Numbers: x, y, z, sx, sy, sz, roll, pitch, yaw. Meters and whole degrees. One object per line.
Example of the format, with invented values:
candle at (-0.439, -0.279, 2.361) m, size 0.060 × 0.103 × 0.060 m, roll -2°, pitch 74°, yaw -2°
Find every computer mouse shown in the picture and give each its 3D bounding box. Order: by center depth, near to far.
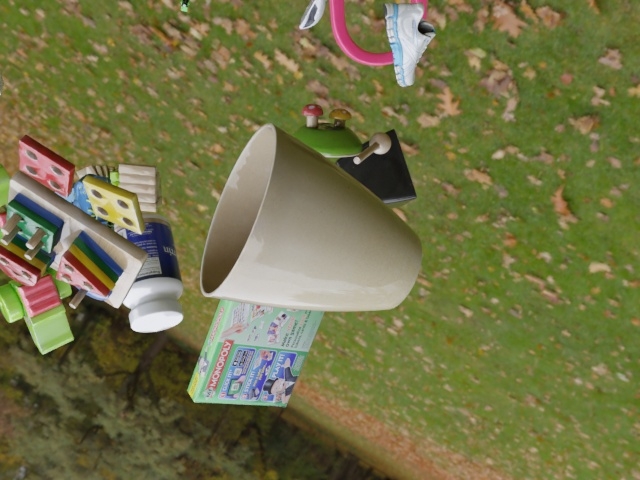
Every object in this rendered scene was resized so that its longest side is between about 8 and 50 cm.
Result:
computer mouse at (0.002, -0.643, 1.841) m, size 0.042 × 0.106 × 0.193 m, roll 23°, pitch 136°, yaw -17°

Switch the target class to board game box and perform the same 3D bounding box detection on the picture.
board game box at (-0.106, 0.170, 1.323) m, size 0.213 × 0.317 × 0.046 m, roll 14°, pitch -166°, yaw -35°

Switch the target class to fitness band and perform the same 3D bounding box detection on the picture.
fitness band at (0.122, -0.527, 1.480) m, size 0.209 × 0.291 × 0.054 m, roll -5°, pitch -167°, yaw -4°

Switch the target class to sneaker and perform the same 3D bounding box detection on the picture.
sneaker at (-0.391, -0.034, 1.164) m, size 0.091 × 0.126 × 0.240 m, roll -4°, pitch -147°, yaw -25°
sneaker at (0.164, -0.343, 1.207) m, size 0.083 × 0.071 × 0.191 m, roll -9°, pitch 153°, yaw 10°

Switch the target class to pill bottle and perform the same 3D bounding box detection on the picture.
pill bottle at (-0.422, 0.080, 1.680) m, size 0.153 × 0.265 × 0.153 m, roll -14°, pitch 157°, yaw -6°

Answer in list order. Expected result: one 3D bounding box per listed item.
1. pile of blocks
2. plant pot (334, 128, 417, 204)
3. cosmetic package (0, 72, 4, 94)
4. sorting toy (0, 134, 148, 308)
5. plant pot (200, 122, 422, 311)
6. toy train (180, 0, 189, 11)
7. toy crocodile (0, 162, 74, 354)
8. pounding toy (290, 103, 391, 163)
pile of blocks at (-0.532, -0.102, 1.612) m, size 0.112 × 0.362 × 0.149 m, roll -87°, pitch -23°, yaw -73°
plant pot at (0.130, -0.164, 1.816) m, size 0.187 × 0.167 × 0.188 m, roll 148°, pitch 103°, yaw -82°
cosmetic package at (-0.665, -0.341, 1.338) m, size 0.060 × 0.041 × 0.115 m, roll 0°, pitch 140°, yaw -9°
sorting toy at (-0.236, 0.013, 0.630) m, size 0.132 × 0.046 × 0.274 m, roll 34°, pitch 146°, yaw -9°
plant pot at (0.000, 0.000, 1.002) m, size 0.274 × 0.256 × 0.256 m, roll 20°, pitch 169°, yaw -21°
toy train at (-0.255, -0.468, 1.309) m, size 0.017 × 0.083 × 0.024 m, roll 10°, pitch 142°, yaw -11°
toy crocodile at (-0.502, 0.035, 1.170) m, size 0.105 × 0.115 × 0.340 m, roll 11°, pitch 116°, yaw 52°
pounding toy at (0.036, -0.265, 1.626) m, size 0.237 × 0.110 × 0.183 m, roll 15°, pitch -158°, yaw 29°
